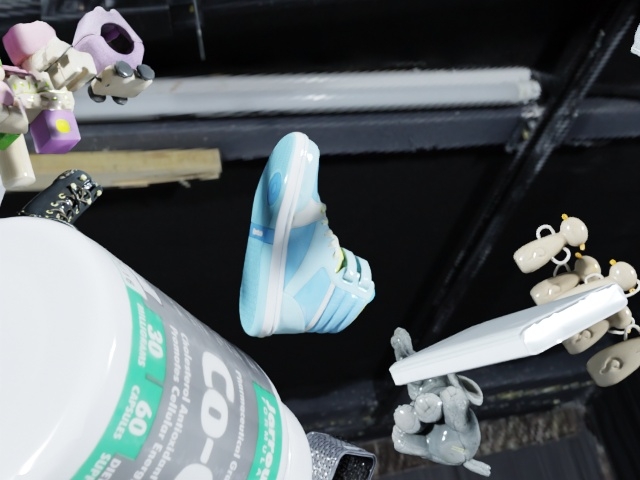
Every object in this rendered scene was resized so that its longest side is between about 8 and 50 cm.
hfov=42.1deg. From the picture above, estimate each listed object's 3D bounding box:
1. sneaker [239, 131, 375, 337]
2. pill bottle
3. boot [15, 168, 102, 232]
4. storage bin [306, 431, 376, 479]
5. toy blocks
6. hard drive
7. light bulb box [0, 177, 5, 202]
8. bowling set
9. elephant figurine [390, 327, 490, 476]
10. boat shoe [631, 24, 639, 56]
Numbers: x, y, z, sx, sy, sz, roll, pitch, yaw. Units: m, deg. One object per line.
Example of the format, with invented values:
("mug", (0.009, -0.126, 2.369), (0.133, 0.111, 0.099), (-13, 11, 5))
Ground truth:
("sneaker", (0.000, 0.000, 1.298), (0.208, 0.127, 0.318), (8, -78, -22))
("pill bottle", (-0.148, 0.146, 0.638), (0.204, 0.204, 0.361), (-20, -31, 12))
("boot", (-0.413, -0.046, 1.327), (0.236, 0.178, 0.085), (-5, -52, 47))
("storage bin", (0.005, 0.427, 1.411), (0.084, 0.180, 0.122), (18, -6, 38))
("toy blocks", (-0.415, -0.236, 0.963), (0.309, 0.260, 0.289), (-29, -16, 36))
("hard drive", (0.262, 0.142, 1.211), (0.203, 0.040, 0.307), (-19, -7, -32))
("light bulb box", (-0.694, -0.010, 1.176), (0.361, 0.225, 0.358), (28, -63, -6))
("bowling set", (0.456, 0.095, 1.427), (0.154, 0.287, 0.200), (-32, -6, 4))
("elephant figurine", (0.215, 0.287, 1.520), (0.170, 0.239, 0.185), (-3, -71, 8))
("boat shoe", (0.495, -0.237, 1.115), (0.079, 0.227, 0.081), (9, -60, -20))
